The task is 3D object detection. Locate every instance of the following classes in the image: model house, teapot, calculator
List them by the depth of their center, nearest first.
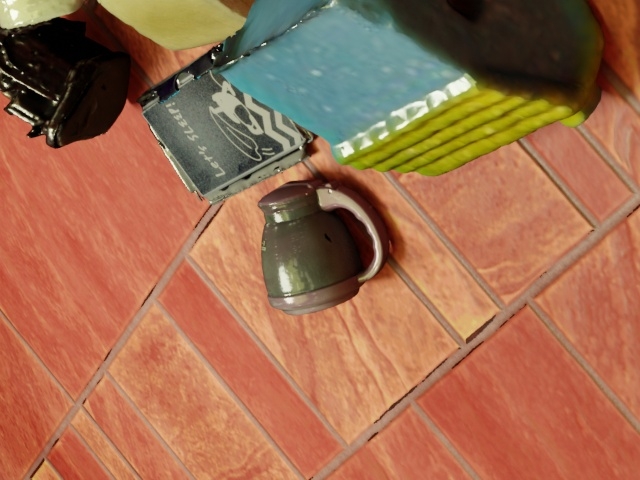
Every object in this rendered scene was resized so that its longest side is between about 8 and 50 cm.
[{"bbox_3d":[0.094,-0.184,1.426,0.303,0.215,0.237,38,148,-18],"label":"model house"},{"bbox_3d":[-0.009,0.003,1.775,0.148,0.116,0.146,-4,105,55],"label":"teapot"},{"bbox_3d":[-0.118,-0.135,1.859,0.166,0.028,0.274,57,147,-8],"label":"calculator"},{"bbox_3d":[-0.327,-0.205,1.899,0.164,0.203,0.141,25,99,8],"label":"model house"}]

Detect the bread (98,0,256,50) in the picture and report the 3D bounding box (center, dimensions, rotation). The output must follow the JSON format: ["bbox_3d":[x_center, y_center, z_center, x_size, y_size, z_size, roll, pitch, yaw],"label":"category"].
[{"bbox_3d":[-0.145,-0.264,1.715,0.139,0.060,0.178,31,159,-36],"label":"bread"}]

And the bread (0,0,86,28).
[{"bbox_3d":[-0.352,-0.421,1.746,0.155,0.187,0.338,-10,113,17],"label":"bread"}]
